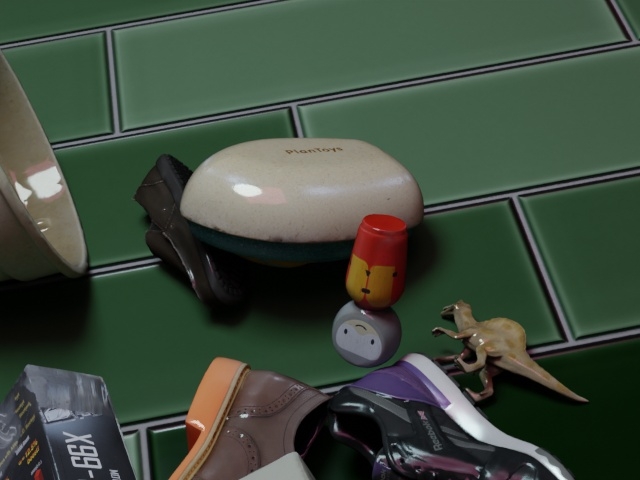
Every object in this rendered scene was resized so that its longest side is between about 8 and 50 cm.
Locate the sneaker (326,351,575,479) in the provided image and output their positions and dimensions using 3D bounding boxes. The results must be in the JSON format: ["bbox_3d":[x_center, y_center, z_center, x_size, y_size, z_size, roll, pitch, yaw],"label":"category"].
[{"bbox_3d":[0.114,0.217,1.112,0.124,0.107,0.283,-17,36,-32],"label":"sneaker"}]

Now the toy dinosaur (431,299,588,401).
[{"bbox_3d":[0.174,0.114,1.246,0.092,0.053,0.183,-35,53,-25],"label":"toy dinosaur"}]

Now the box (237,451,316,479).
[{"bbox_3d":[0.000,0.308,0.853,0.121,0.148,0.311,-28,36,-2],"label":"box"}]

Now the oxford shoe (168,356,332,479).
[{"bbox_3d":[-0.075,0.257,1.097,0.133,0.130,0.363,10,49,7],"label":"oxford shoe"}]

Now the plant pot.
[{"bbox_3d":[-0.458,-0.053,1.327,0.305,0.334,0.334,-24,48,0],"label":"plant pot"}]

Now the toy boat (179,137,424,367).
[{"bbox_3d":[0.000,0.000,1.284,0.267,0.148,0.318,-3,25,-23],"label":"toy boat"}]

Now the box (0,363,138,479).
[{"bbox_3d":[-0.245,0.290,0.983,0.076,0.307,0.242,16,32,-38],"label":"box"}]

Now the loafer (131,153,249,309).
[{"bbox_3d":[-0.147,0.002,1.385,0.078,0.080,0.220,-40,49,14],"label":"loafer"}]
